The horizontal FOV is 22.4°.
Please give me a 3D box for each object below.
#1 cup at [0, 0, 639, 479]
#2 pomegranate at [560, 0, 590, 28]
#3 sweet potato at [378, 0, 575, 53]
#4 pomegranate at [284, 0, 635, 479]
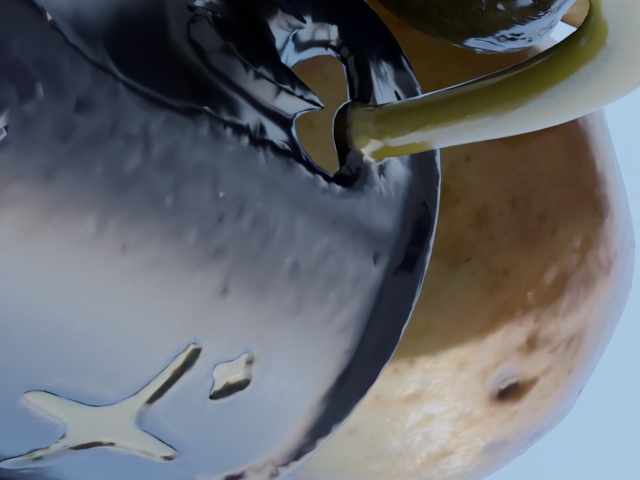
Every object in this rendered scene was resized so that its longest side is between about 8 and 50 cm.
[{"bbox_3d":[-0.071,-0.067,0.359,0.256,0.255,0.178,35,-156,-55],"label":"cup"},{"bbox_3d":[0.213,-0.309,0.898,0.411,0.411,0.411,8,-116,-17],"label":"pomegranate"},{"bbox_3d":[0.029,-0.121,0.484,0.075,0.075,0.273,16,-148,-14],"label":"sweet potato"},{"bbox_3d":[0.000,0.000,1.093,0.410,0.410,0.410,8,-116,-17],"label":"pomegranate"}]
